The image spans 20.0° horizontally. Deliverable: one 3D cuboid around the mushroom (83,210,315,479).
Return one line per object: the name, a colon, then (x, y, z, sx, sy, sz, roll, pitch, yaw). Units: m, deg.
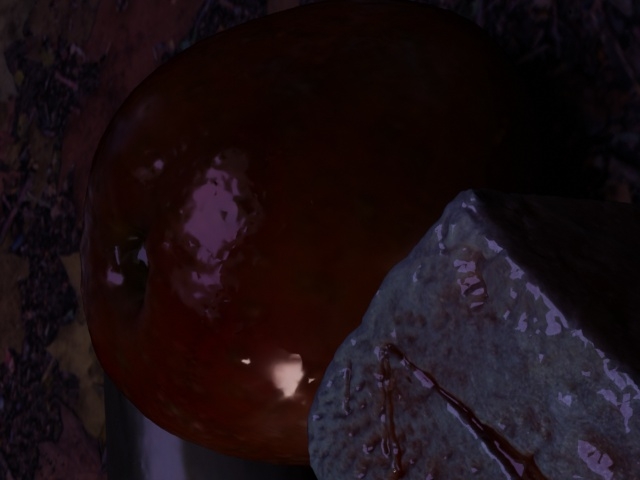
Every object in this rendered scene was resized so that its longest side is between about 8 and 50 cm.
mushroom: (-0.073, 0.157, 1.201, 0.154, 0.137, 0.408, -12, 84, 62)

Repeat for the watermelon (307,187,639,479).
watermelon: (0.104, 0.087, 0.838, 0.201, 0.262, 0.213, 33, 124, 3)

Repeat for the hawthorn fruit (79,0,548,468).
hawthorn fruit: (0.000, 0.000, 1.044, 0.284, 0.284, 0.284, -6, 81, 49)
